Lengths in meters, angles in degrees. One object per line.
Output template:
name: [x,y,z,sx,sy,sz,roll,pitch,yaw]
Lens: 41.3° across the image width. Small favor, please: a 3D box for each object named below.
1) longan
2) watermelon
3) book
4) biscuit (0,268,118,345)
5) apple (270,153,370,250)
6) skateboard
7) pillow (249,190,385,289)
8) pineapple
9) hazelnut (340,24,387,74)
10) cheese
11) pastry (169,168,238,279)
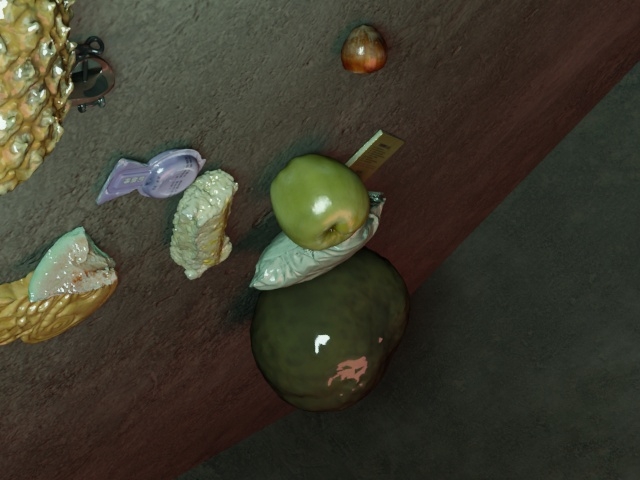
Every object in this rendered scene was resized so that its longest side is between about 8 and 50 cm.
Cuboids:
longan: [0.016,0.223,2.198,0.436,0.404,0.404,-61,175,-28]
watermelon: [-0.387,0.042,1.313,0.155,0.080,0.101,-25,129,-25]
book: [0.098,-0.169,1.929,0.192,0.013,0.168,-44,163,15]
biscuit: [-0.455,0.107,1.414,0.202,0.044,0.288,-45,165,19]
apple: [-0.003,-0.074,1.646,0.200,0.200,0.200,-36,164,-12]
skateboard: [-0.300,-0.179,0.969,0.151,0.067,0.080,-34,154,-38]
pillow: [0.000,0.000,1.872,0.310,0.138,0.283,-34,-179,22]
pineapple: [-0.284,-0.217,0.681,0.202,0.202,0.362,-21,145,-47]
hazelnut: [0.071,-0.311,1.392,0.086,0.086,0.086,-36,164,-12]
cheese: [-0.250,-0.100,1.299,0.191,0.042,0.105,-16,151,-53]
pastry: [-0.207,-0.025,1.512,0.121,0.089,0.258,-35,165,-25]
